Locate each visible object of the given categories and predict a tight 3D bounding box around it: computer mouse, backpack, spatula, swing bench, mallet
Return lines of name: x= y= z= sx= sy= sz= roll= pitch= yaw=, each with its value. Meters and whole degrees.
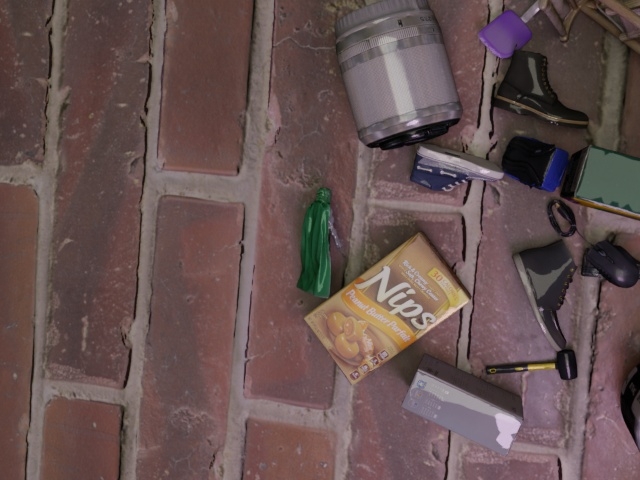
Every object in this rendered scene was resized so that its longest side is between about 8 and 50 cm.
computer mouse: x=0.552 y=0.003 z=1.795 sx=0.071 sy=0.041 sz=0.242 roll=-45 pitch=66 yaw=5
backpack: x=0.440 y=-0.156 z=1.814 sx=0.120 sy=0.101 sz=0.097 roll=27 pitch=95 yaw=41
spatula: x=0.463 y=-0.496 z=1.821 sx=0.296 sy=0.030 sz=0.084 roll=-41 pitch=86 yaw=11
swing bench: x=0.573 y=-0.448 z=1.663 sx=0.255 sy=0.253 sz=0.165 roll=25 pitch=98 yaw=23
mallet: x=0.449 y=0.261 z=1.872 sx=0.190 sy=0.039 sz=0.062 roll=1 pitch=95 yaw=15

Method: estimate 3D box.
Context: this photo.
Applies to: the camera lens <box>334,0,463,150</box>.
camera lens: x=0.157 y=-0.334 z=1.797 sx=0.220 sy=0.219 sz=0.274 roll=-16 pitch=90 yaw=12

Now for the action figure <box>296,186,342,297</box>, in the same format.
action figure: x=0.000 y=0.000 z=1.915 sx=0.137 sy=0.064 sz=0.232 roll=13 pitch=101 yaw=54

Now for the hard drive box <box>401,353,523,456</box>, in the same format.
hard drive box: x=0.298 y=0.337 z=1.831 sx=0.232 sy=0.181 sz=0.089 roll=24 pitch=98 yaw=10

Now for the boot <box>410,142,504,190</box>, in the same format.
boot: x=0.288 y=-0.141 z=1.870 sx=0.190 sy=0.069 sz=0.086 roll=19 pitch=114 yaw=10

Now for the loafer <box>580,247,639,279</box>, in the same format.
loafer: x=0.625 y=0.048 z=1.808 sx=0.170 sy=0.062 sz=0.061 roll=3 pitch=89 yaw=10

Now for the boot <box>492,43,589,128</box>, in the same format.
boot: x=0.467 y=-0.313 z=1.803 sx=0.198 sy=0.077 sz=0.137 roll=18 pitch=102 yaw=9

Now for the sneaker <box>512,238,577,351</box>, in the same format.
sneaker: x=0.493 y=0.113 z=1.827 sx=0.118 sy=0.083 sz=0.222 roll=-22 pitch=88 yaw=12

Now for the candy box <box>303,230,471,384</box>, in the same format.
candy box: x=0.145 y=0.145 z=1.897 sx=0.316 sy=0.087 sz=0.183 roll=-37 pitch=86 yaw=12

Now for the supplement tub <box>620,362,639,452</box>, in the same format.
supplement tub: x=0.687 y=0.330 z=1.670 sx=0.207 sy=0.338 sz=0.207 roll=1 pitch=93 yaw=11

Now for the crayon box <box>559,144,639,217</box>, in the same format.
crayon box: x=0.626 y=-0.084 z=1.644 sx=0.313 sy=0.363 sz=0.106 roll=16 pitch=96 yaw=10
